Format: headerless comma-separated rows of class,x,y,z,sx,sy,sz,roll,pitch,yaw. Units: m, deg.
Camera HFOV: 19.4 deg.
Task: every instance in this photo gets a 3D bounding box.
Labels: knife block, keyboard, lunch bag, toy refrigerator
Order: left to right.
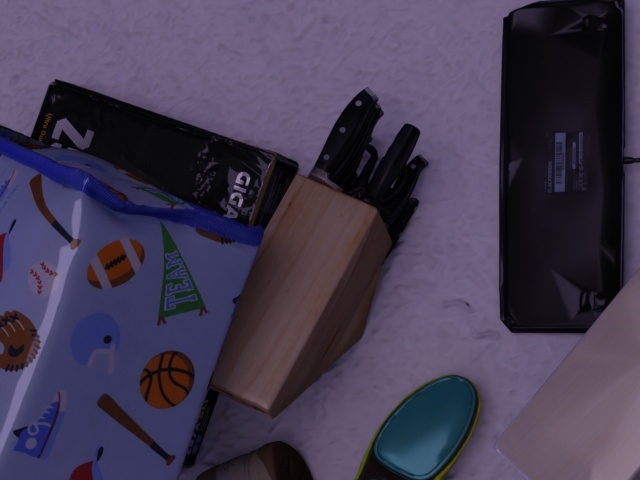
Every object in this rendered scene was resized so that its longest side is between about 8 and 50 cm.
lunch bag,-0.276,0.071,1.683,0.385,0.239,0.328,25,94,55
knife block,0.000,0.000,1.709,0.088,0.275,0.242,24,121,19
keyboard,0.264,-0.072,1.740,0.201,0.033,0.317,-1,84,24
toy refrigerator,0.266,0.093,1.446,0.102,0.094,0.269,41,97,25

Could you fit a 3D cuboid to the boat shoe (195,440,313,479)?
boat shoe,-0.033,0.363,1.742,0.110,0.121,0.341,-22,67,18

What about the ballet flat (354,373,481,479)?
ballet flat,0.070,0.226,1.734,0.077,0.077,0.231,31,75,17

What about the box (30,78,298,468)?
box,-0.196,0.031,1.846,0.257,0.079,0.322,20,90,20
